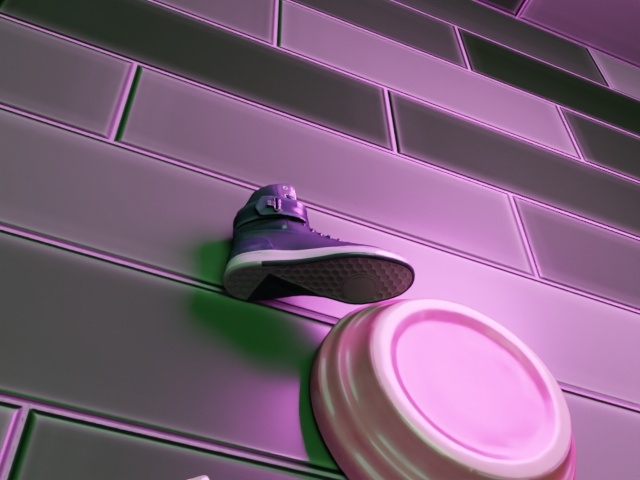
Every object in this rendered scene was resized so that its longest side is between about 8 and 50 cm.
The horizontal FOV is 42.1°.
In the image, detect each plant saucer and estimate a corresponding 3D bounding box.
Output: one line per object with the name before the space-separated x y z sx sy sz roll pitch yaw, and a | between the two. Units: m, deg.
plant saucer | 0.154 0.182 0.944 0.332 0.084 0.332 18 37 -14

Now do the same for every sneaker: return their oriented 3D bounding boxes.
sneaker | -0.001 -0.002 1.028 0.226 0.086 0.163 3 38 -2

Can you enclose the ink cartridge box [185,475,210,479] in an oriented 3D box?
ink cartridge box | -0.158 0.291 0.631 0.235 0.056 0.171 -5 48 -40
